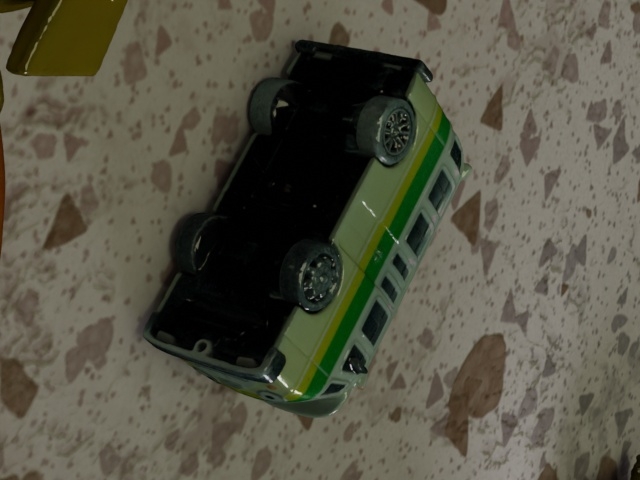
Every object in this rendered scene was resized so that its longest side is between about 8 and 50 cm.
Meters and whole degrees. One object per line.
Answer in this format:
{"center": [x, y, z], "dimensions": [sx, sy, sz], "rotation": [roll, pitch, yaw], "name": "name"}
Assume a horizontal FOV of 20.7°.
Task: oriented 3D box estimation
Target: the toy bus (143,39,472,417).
{"center": [0.000, 0.000, 1.357], "dimensions": [0.165, 0.134, 0.276], "rotation": [46, 66, -48], "name": "toy bus"}

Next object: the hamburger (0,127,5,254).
{"center": [-0.310, -0.052, 0.734], "dimensions": [0.277, 0.396, 0.395], "rotation": [-19, 116, -47], "name": "hamburger"}

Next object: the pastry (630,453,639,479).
{"center": [0.337, 0.390, 1.926], "dimensions": [0.235, 0.132, 0.240], "rotation": [-23, 121, -45], "name": "pastry"}

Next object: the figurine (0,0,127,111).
{"center": [-0.167, -0.203, 1.044], "dimensions": [0.327, 0.169, 0.218], "rotation": [-30, 120, -44], "name": "figurine"}
